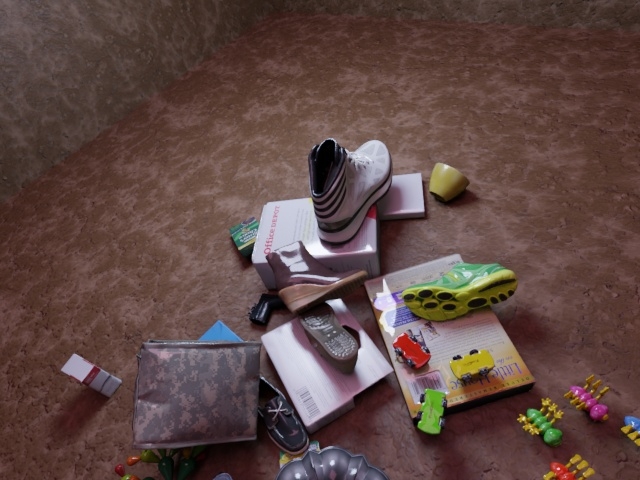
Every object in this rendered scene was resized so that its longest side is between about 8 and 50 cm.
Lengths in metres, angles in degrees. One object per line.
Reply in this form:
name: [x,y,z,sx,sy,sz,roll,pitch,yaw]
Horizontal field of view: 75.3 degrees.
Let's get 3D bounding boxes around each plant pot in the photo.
plant pot: [0.434,-0.193,1.447,0.134,0.134,0.095,35,92,37]

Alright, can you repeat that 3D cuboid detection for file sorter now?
file sorter: [-0.300,0.343,1.185,0.118,0.105,0.170,29,63,34]

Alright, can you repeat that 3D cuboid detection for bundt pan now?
bundt pan: [0.023,0.580,0.821,0.330,0.124,0.331,0,56,0]

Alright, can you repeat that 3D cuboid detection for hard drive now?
hard drive: [0.218,-0.155,1.521,0.307,0.040,0.203,-4,49,13]

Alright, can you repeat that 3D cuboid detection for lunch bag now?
lunch bag: [-0.302,0.361,1.005,0.286,0.169,0.236,7,76,-24]

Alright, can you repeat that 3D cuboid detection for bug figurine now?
bug figurine: [0.574,0.422,0.886,0.278,0.072,0.216,-28,41,-3]

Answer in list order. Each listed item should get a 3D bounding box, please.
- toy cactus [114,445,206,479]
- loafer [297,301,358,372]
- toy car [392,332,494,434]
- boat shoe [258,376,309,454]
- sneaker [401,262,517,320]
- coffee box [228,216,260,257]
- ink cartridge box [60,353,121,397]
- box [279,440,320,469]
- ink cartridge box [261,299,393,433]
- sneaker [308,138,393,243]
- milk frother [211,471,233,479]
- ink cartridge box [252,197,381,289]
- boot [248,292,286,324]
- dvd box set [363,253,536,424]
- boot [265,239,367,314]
toy cactus: [-0.374,0.576,1.015,0.218,0.112,0.181,-18,67,-20]
loafer: [0.014,0.254,1.098,0.101,0.092,0.268,-18,30,-16]
toy car: [0.270,0.343,0.970,0.238,0.053,0.225,7,52,23]
boat shoe: [-0.113,0.438,1.049,0.084,0.079,0.233,-32,41,-19]
sneaker: [0.367,0.132,1.117,0.295,0.110,0.123,-13,21,8]
coffee box: [-0.260,-0.017,1.506,0.113,0.041,0.184,-28,33,-8]
ink cartridge box: [-0.672,0.400,1.222,0.099,0.135,0.056,14,58,27]
box: [-0.035,0.566,0.954,0.105,0.043,0.179,-16,49,3]
ink cartridge box: [0.012,0.324,1.138,0.261,0.066,0.296,-27,48,-13]
sneaker: [0.103,-0.228,1.257,0.169,0.258,0.448,11,50,24]
milk frother: [-0.215,0.606,0.906,0.129,0.135,0.143,-8,35,53]
ink cartridge box: [0.000,0.000,1.364,0.384,0.160,0.279,-4,47,12]
boot: [-0.162,0.217,1.298,0.121,0.045,0.099,5,48,29]
dvd box set: [0.320,0.243,1.124,0.307,0.062,0.421,-18,47,0]
boot: [-0.015,0.075,1.168,0.248,0.090,0.207,-22,60,-8]
